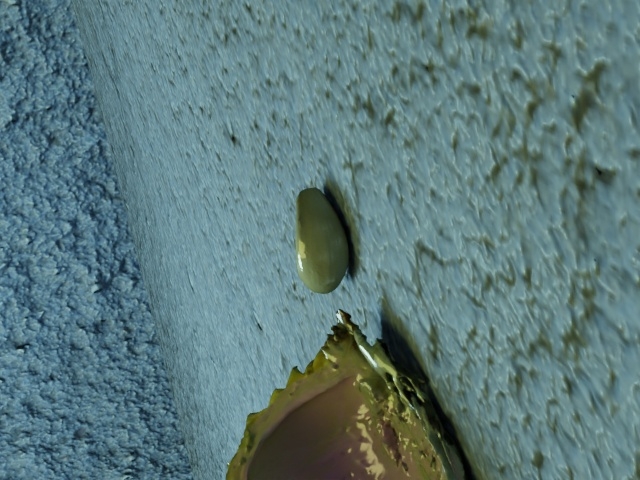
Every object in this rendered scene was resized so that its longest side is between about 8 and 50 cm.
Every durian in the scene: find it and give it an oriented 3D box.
[{"bbox_3d":[0.056,0.233,0.767,0.305,0.185,0.195,54,180,33],"label":"durian"}]

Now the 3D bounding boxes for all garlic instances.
[{"bbox_3d":[-0.001,0.000,0.816,0.053,0.041,0.083,126,135,-87],"label":"garlic"}]
